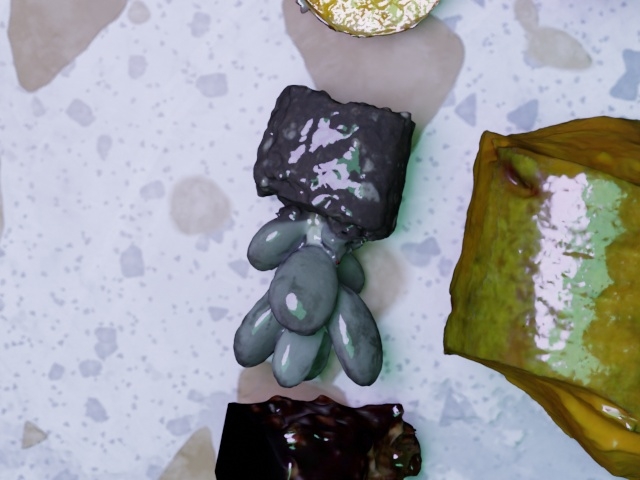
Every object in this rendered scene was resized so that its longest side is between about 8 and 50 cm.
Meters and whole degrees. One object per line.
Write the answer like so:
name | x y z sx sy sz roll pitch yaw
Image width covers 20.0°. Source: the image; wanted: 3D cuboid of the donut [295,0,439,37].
donut | 0.033 -0.273 1.675 0.146 0.078 0.181 -26 98 8

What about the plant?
plant | -0.002 -0.002 1.666 0.146 0.149 0.274 10 93 20

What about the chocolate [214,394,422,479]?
chocolate | 0.026 0.235 1.677 0.177 0.224 0.206 -16 57 -20

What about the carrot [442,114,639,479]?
carrot | 0.231 0.055 1.601 0.242 0.241 0.340 8 93 5
